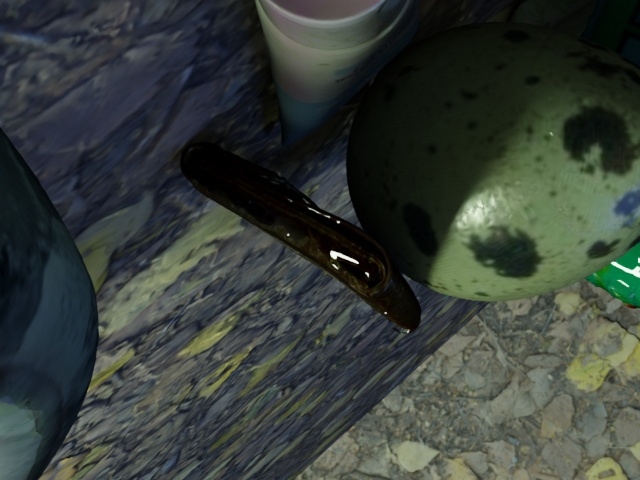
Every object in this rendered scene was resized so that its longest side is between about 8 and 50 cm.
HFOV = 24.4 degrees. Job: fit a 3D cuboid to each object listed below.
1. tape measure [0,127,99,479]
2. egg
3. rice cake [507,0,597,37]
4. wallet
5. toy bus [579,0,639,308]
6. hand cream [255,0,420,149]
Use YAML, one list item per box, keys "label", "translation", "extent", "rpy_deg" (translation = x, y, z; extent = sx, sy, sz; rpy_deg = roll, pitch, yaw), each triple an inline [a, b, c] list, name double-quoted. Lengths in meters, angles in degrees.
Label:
- label: "tape measure"
  translation: [-0.195, 0.047, 0.368]
  extent: [0.275, 0.147, 0.256]
  rpy_deg: [-32, 163, -28]
- label: "egg"
  translation: [0.122, -0.049, 0.925]
  extent: [0.228, 0.177, 0.177]
  rpy_deg: [1, -158, 41]
- label: "rice cake"
  translation: [0.184, -0.155, 1.172]
  extent: [0.198, 0.037, 0.189]
  rpy_deg: [-35, 166, -33]
- label: "wallet"
  translation: [0.000, 0.000, 0.892]
  extent: [0.039, 0.133, 0.243]
  rpy_deg: [-56, 169, -3]
- label: "toy bus"
  translation: [0.277, -0.106, 1.050]
  extent: [0.343, 0.199, 0.183]
  rpy_deg: [-66, 159, 4]
- label: "hand cream"
  translation: [0.011, -0.099, 0.726]
  extent: [0.111, 0.070, 0.312]
  rpy_deg: [-45, 173, 0]
